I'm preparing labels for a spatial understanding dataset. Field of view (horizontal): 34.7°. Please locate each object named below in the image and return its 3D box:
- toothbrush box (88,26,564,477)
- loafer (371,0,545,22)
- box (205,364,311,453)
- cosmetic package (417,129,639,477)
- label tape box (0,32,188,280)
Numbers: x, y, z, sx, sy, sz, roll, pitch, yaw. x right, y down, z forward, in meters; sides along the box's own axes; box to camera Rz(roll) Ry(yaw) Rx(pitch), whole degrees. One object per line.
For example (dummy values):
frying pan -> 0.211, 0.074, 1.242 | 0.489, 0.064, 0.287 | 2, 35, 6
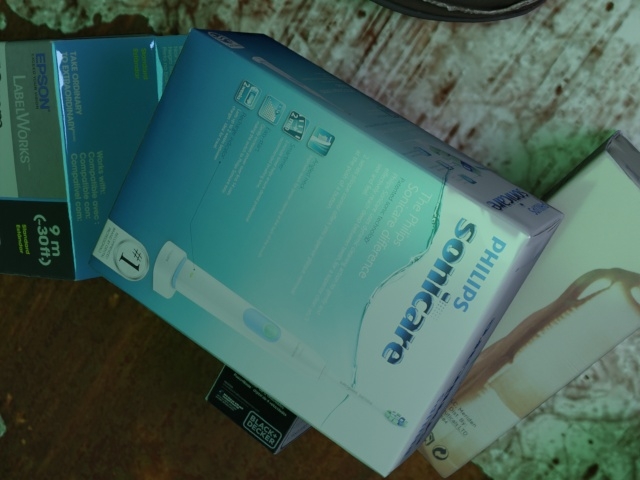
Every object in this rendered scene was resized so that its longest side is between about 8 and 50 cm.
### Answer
toothbrush box -> 0.000, 0.000, 0.792 | 0.295, 0.126, 0.216 | 33, 110, 17
loafer -> 0.045, -0.262, 0.828 | 0.366, 0.130, 0.134 | 11, 101, -16
box -> 0.026, 0.041, 0.953 | 0.087, 0.169, 0.290 | 36, 113, 15
cosmetic package -> 0.187, 0.055, 0.897 | 0.129, 0.153, 0.296 | 48, 115, 6
label tape box -> -0.268, -0.088, 1.055 | 0.334, 0.106, 0.240 | 3, 102, 31
